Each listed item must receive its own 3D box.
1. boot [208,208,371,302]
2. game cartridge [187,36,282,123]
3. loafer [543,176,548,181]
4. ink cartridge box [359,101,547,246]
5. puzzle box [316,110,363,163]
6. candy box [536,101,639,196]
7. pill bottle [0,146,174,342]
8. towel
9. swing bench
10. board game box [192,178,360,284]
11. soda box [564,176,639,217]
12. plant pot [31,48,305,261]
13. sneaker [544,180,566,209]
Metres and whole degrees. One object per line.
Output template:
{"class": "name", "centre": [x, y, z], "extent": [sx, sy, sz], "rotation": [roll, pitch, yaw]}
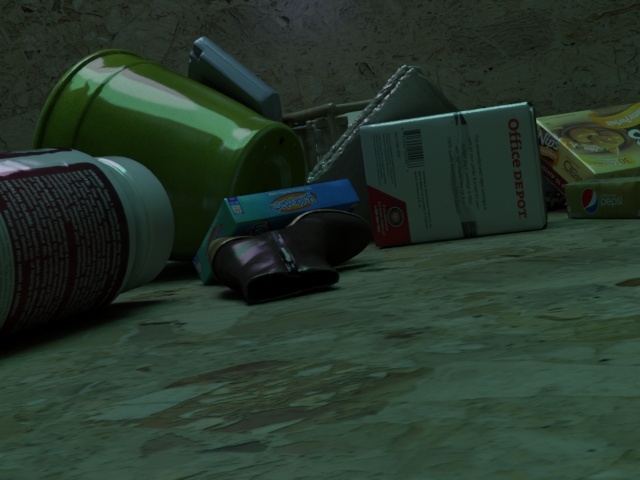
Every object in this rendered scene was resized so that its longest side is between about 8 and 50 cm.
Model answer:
{"class": "boot", "centre": [-0.014, 0.029, 1.311], "extent": [0.248, 0.090, 0.207], "rotation": [-9, 17, -20]}
{"class": "game cartridge", "centre": [-0.159, -0.224, 1.838], "extent": [0.060, 0.196, 0.294], "rotation": [-42, -12, -24]}
{"class": "loafer", "centre": [0.572, -0.138, 2.015], "extent": [0.267, 0.096, 0.084], "rotation": [-8, -1, 35]}
{"class": "ink cartridge box", "centre": [0.217, -0.105, 1.608], "extent": [0.272, 0.197, 0.114], "rotation": [-6, 6, 18]}
{"class": "puzzle box", "centre": [-0.029, -0.169, 2.349], "extent": [0.408, 0.052, 0.272], "rotation": [-18, 37, 24]}
{"class": "candy box", "centre": [0.544, -0.158, 1.800], "extent": [0.316, 0.088, 0.183], "rotation": [-10, 43, -26]}
{"class": "pill bottle", "centre": [-0.370, 0.003, 1.232], "extent": [0.224, 0.224, 0.392], "rotation": [-6, 5, 29]}
{"class": "towel", "centre": [0.120, -0.155, 1.752], "extent": [0.282, 0.187, 0.049], "rotation": [-48, 34, 5]}
{"class": "swing bench", "centre": [0.013, -0.132, 1.943], "extent": [0.165, 0.253, 0.254], "rotation": [-13, 6, -41]}
{"class": "board game box", "centre": [-0.066, -0.013, 1.475], "extent": [0.210, 0.047, 0.160], "rotation": [-11, -28, -32]}
{"class": "soda box", "centre": [0.459, -0.067, 1.557], "extent": [0.061, 0.058, 0.181], "rotation": [-10, 5, -23]}
{"class": "plant pot", "centre": [-0.230, -0.115, 1.698], "extent": [0.353, 0.367, 0.366], "rotation": [15, 16, 27]}
{"class": "sneaker", "centre": [0.341, -0.126, 1.826], "extent": [0.281, 0.163, 0.106], "rotation": [-12, 6, -34]}
